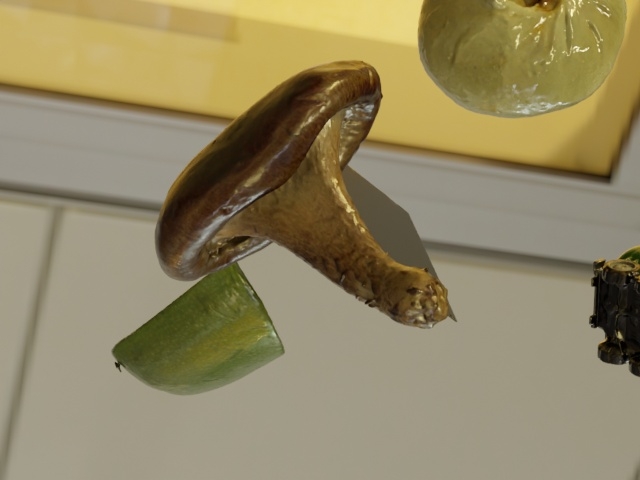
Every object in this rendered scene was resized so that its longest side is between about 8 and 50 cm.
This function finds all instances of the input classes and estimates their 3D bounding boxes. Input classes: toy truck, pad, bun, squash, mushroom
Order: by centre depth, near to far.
[{"bbox_3d":[0.000,0.000,1.401,0.227,0.148,0.217,-45,-108,18],"label":"mushroom"},{"bbox_3d":[0.046,-0.021,1.720,0.004,0.164,0.243,-47,-156,14],"label":"pad"},{"bbox_3d":[0.358,0.077,1.747,0.242,0.125,0.101,26,-58,50],"label":"toy truck"},{"bbox_3d":[0.207,-0.229,1.884,0.127,0.222,0.222,81,10,-69],"label":"bun"},{"bbox_3d":[-0.079,0.082,1.982,0.289,0.203,0.111,-35,-96,48],"label":"squash"}]
